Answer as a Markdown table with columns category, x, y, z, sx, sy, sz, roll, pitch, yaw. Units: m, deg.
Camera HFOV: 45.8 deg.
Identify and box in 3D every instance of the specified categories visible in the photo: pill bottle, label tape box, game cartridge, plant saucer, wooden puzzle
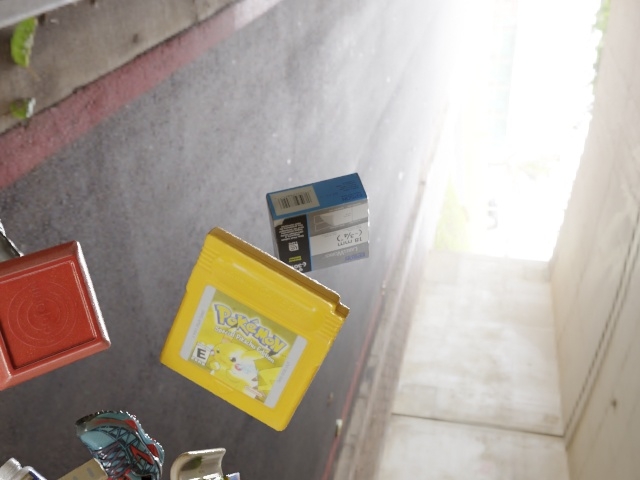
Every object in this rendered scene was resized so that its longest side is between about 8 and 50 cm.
| category | x | y | z | sx | sy | sz | roll | pitch | yaw |
| --- | --- | --- | --- | --- | --- | --- | --- | --- | --- |
| pill bottle | -0.847 | 0.719 | 2.183 | 0.112 | 0.187 | 0.112 | -51 | 178 | -2 |
| label tape box | 0.000 | 0.000 | 1.956 | 0.333 | 0.241 | 0.105 | 85 | -12 | -48 |
| game cartridge | -0.129 | 0.170 | 1.390 | 0.323 | 0.285 | 0.052 | -64 | 174 | 33 |
| plant saucer | -0.595 | 0.156 | 1.614 | 0.259 | 0.048 | 0.258 | -20 | 99 | -32 |
| wooden puzzle | -0.187 | 0.581 | 1.471 | 0.322 | 0.081 | 0.347 | 65 | 13 | -75 |

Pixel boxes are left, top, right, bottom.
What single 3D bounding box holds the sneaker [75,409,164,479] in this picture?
| category | x | y | z | sx | sy | sz | roll | pitch | yaw |
| --- | --- | --- | --- | --- | --- | --- | --- | --- | --- |
| sneaker | -0.391 | 0.435 | 1.514 | 0.262 | 0.104 | 0.125 | 55 | 16 | -43 |

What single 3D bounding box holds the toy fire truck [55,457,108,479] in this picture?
| category | x | y | z | sx | sy | sz | roll | pitch | yaw |
| --- | --- | --- | --- | --- | --- | --- | --- | --- | --- |
| toy fire truck | -0.412 | 0.479 | 1.154 | 0.246 | 0.217 | 0.158 | -58 | 161 | 9 |

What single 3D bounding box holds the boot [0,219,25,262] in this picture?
| category | x | y | z | sx | sy | sz | roll | pitch | yaw |
| --- | --- | --- | --- | --- | --- | --- | --- | --- | --- |
| boot | -0.746 | 0.040 | 1.771 | 0.208 | 0.076 | 0.189 | 61 | 11 | -3 |
